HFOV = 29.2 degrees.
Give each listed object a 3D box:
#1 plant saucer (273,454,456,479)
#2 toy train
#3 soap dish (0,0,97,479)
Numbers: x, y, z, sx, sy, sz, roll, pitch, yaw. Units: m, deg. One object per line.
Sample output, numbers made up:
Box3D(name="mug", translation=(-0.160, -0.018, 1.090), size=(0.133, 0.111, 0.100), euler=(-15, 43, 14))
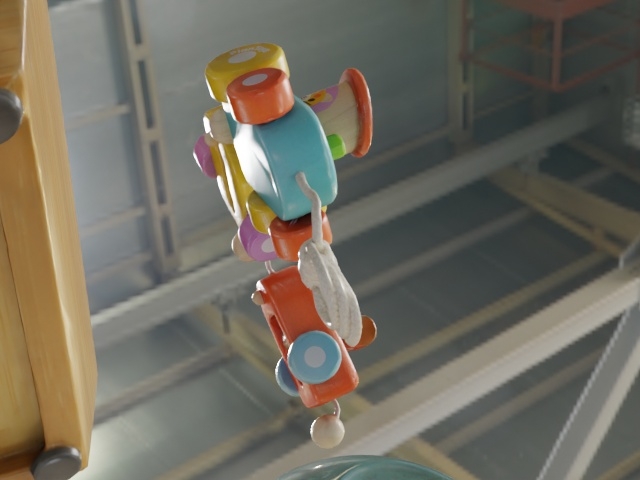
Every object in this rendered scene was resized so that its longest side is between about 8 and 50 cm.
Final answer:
Box3D(name="plant saucer", translation=(0.054, 0.185, 0.760), size=(0.195, 0.037, 0.195), euler=(15, -154, -7))
Box3D(name="toy train", translation=(0.000, 0.000, 0.419), size=(0.046, 0.166, 0.125), euler=(-22, -102, -12))
Box3D(name="soap dish", translation=(-0.209, 0.014, 0.508), size=(0.229, 0.291, 0.118), euler=(-14, -132, -17))
